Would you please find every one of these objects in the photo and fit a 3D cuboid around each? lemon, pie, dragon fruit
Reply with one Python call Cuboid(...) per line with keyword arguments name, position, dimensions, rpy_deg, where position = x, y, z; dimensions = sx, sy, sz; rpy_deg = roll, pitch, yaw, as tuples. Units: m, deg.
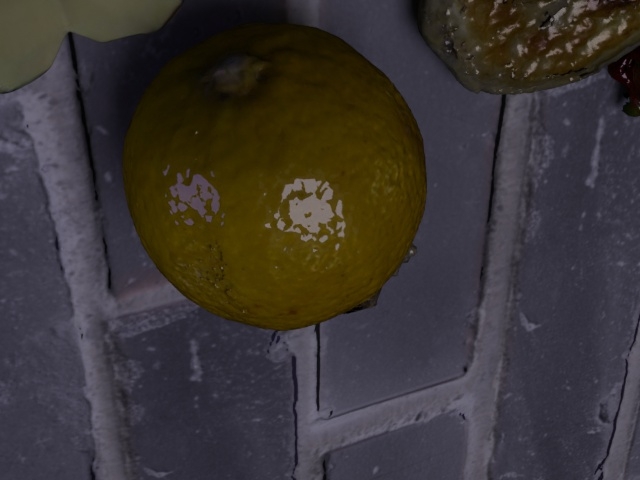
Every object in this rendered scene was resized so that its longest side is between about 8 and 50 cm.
Cuboid(name="lemon", position=(-0.040, -0.057, 1.122), dimensions=(0.293, 0.293, 0.293), rpy_deg=(-15, 133, -17))
Cuboid(name="pie", position=(0.242, -0.278, 1.219), dimensions=(0.339, 0.077, 0.339), rpy_deg=(-16, 133, -18))
Cuboid(name="dragon fruit", position=(0.383, -0.186, 1.332), dimensions=(0.138, 0.175, 0.142), rpy_deg=(-4, 107, -6))

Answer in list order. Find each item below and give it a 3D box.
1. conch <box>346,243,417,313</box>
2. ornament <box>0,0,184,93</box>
Cuboid(name="conch", position=(0.000, 0.000, 1.329), dimensions=(0.207, 0.130, 0.155), rpy_deg=(1, 94, -3))
Cuboid(name="ornament", position=(-0.222, -0.223, 1.030), dimensions=(0.201, 0.059, 0.180), rpy_deg=(-24, 134, -13))
